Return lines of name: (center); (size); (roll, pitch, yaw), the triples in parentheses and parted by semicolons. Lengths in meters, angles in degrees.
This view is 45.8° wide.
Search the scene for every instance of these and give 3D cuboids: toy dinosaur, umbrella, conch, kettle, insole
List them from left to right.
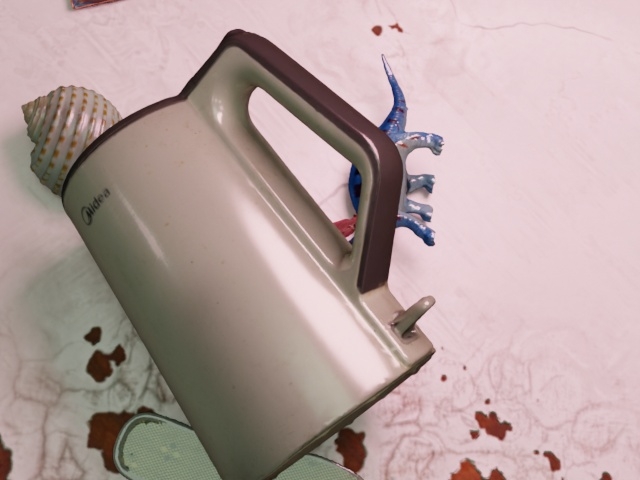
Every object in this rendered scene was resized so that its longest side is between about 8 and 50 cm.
conch: (-0.293, -0.116, 0.920); (0.153, 0.102, 0.135); (29, 86, 3)
insole: (-0.079, 0.276, 0.861); (0.322, 0.007, 0.109); (20, 71, 0)
kettle: (-0.058, 0.014, 0.785); (0.376, 0.361, 0.250); (53, 34, 14)
umbrella: (0.000, 0.000, 0.920); (0.165, 0.025, 0.027); (-25, 101, 15)
toy dinosaur: (0.093, -0.070, 0.958); (0.144, 0.076, 0.329); (18, 81, 7)

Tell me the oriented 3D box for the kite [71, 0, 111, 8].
kite: (-0.299, -0.377, 1.048); (0.190, 0.010, 0.159); (28, 70, 2)
